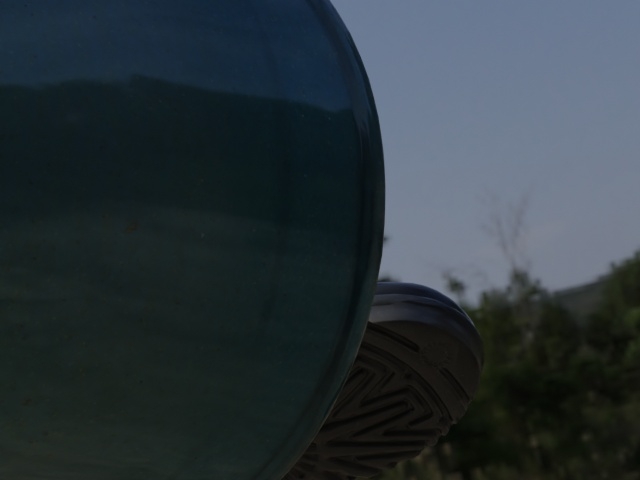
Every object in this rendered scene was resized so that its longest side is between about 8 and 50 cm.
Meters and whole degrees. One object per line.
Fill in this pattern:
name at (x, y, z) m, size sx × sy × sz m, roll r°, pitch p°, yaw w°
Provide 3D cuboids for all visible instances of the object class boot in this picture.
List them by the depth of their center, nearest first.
boot at (-0.002, 0.001, 1.359) m, size 0.146 × 0.445 × 0.367 m, roll 39°, pitch -51°, yaw -24°

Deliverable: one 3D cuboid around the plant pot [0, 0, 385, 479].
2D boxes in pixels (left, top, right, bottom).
plant pot at (-0.159, -0.020, 0.649) m, size 0.255 × 0.272 × 0.271 m, roll 11°, pitch -21°, yaw -44°
